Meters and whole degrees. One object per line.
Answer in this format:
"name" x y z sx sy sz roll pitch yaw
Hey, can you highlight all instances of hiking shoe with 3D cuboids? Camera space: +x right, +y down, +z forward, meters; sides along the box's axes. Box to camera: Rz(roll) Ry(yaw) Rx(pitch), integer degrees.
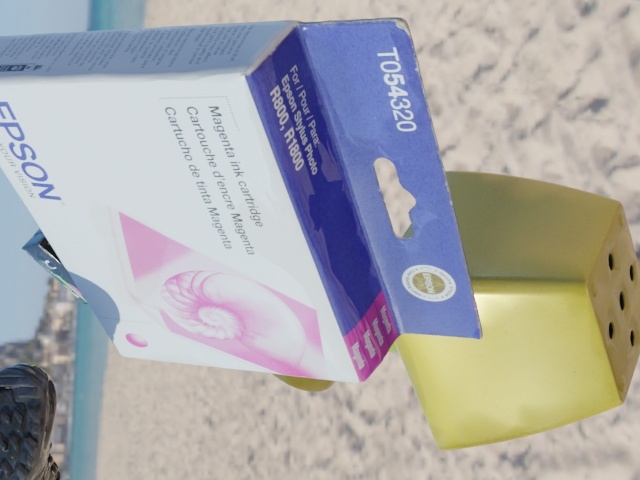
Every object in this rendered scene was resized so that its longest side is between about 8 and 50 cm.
"hiking shoe" -0.269 0.192 0.893 0.114 0.086 0.227 -56 -11 -70

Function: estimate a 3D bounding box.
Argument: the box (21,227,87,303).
"box" -0.230 0.015 0.997 0.052 0.083 0.062 -52 21 -24

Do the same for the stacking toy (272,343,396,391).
"stacking toy" 0.000 0.000 1.183 0.130 0.279 0.309 -50 63 28

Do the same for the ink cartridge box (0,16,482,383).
"ink cartridge box" -0.066 -0.014 0.795 0.324 0.330 0.071 69 -147 -42

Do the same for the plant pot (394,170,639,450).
"plant pot" 0.204 0.061 1.019 0.212 0.187 0.212 -53 -52 -46
